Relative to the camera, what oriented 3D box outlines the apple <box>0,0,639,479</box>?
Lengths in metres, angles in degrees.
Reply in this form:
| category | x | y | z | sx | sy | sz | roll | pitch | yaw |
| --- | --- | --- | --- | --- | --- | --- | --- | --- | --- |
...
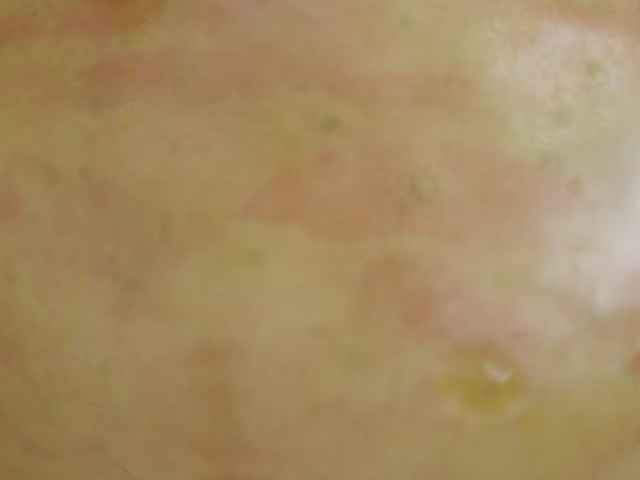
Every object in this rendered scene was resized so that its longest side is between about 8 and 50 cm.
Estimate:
| category | x | y | z | sx | sy | sz | roll | pitch | yaw |
| --- | --- | --- | --- | --- | --- | --- | --- | --- | --- |
| apple | 0.000 | 0.000 | 0.677 | 0.346 | 0.391 | 0.391 | 13 | 16 | -7 |
